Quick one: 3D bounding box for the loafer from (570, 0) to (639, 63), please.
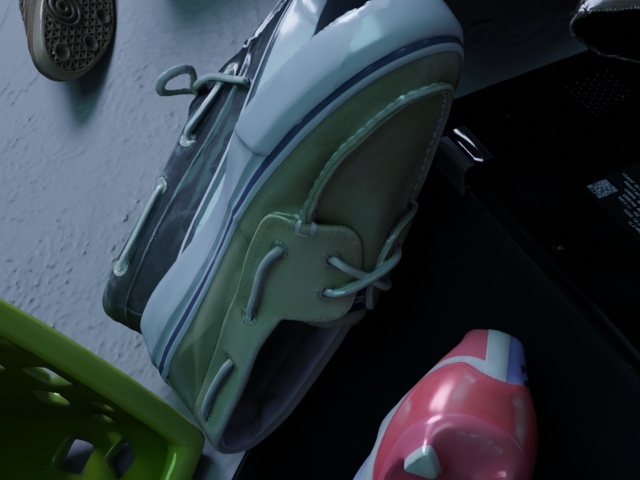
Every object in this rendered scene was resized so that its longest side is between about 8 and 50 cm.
[{"bbox_3d":[0.215,-0.085,0.746,0.220,0.080,0.078,26,62,39],"label":"loafer"}]

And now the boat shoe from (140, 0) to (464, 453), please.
[{"bbox_3d":[0.000,0.000,0.792,0.094,0.109,0.302,58,140,23],"label":"boat shoe"}]

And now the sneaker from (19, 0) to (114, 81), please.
[{"bbox_3d":[-0.208,-0.188,1.234,0.071,0.066,0.188,-33,39,37],"label":"sneaker"}]

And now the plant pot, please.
[{"bbox_3d":[-0.243,0.153,0.911,0.207,0.228,0.227,6,65,47],"label":"plant pot"}]

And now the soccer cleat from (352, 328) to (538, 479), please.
[{"bbox_3d":[0.034,0.146,0.734,0.248,0.083,0.095,-63,0,39],"label":"soccer cleat"}]

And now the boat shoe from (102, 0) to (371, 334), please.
[{"bbox_3d":[-0.045,-0.075,0.991,0.105,0.113,0.306,19,82,27],"label":"boat shoe"}]

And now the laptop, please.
[{"bbox_3d":[0.190,0.105,0.763,0.407,0.236,0.382,-22,44,-15],"label":"laptop"}]
